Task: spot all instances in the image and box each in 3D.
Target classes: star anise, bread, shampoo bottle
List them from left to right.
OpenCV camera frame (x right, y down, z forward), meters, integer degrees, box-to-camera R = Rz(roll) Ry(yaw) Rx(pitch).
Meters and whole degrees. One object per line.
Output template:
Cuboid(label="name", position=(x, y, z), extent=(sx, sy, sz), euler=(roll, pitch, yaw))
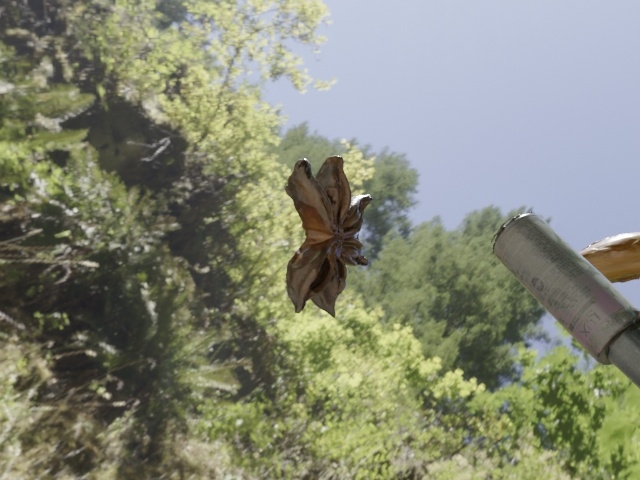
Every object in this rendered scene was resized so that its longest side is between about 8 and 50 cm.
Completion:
Cuboid(label="star anise", position=(0.009, -0.004, 0.972), extent=(0.063, 0.171, 0.208), euler=(5, -83, 33))
Cuboid(label="shampoo bottle", position=(0.266, 0.061, 0.776), extent=(0.214, 0.072, 0.072), euler=(53, -56, 37))
Cuboid(label="bread", position=(0.476, 0.026, 1.201), extent=(0.189, 0.114, 0.078), euler=(-16, -112, 16))
